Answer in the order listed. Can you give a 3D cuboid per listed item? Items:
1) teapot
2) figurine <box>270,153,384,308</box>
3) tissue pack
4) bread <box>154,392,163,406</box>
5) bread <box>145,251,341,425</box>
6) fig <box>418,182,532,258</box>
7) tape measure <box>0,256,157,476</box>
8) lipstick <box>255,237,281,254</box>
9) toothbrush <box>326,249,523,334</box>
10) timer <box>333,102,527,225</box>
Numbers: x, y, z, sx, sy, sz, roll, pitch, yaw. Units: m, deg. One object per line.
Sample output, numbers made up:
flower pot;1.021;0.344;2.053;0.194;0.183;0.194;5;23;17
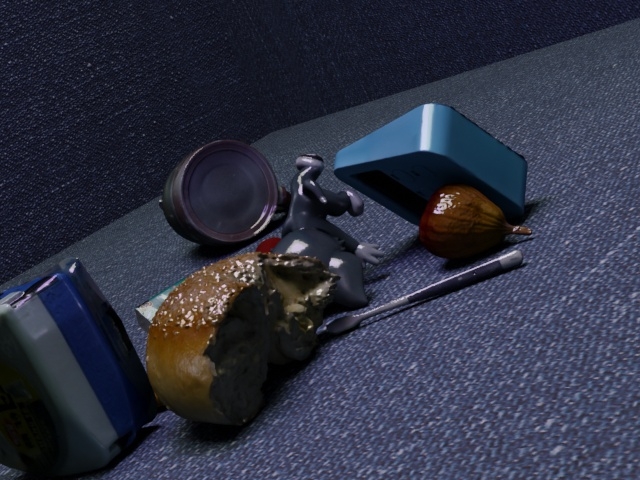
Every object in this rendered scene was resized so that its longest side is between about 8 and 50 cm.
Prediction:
teapot;-0.220;-0.098;2.464;0.315;0.233;0.312;2;-4;-23
figurine;0.000;-0.005;1.615;0.193;0.265;0.140;4;-6;12
tissue pack;-0.249;0.133;1.823;0.111;0.079;0.085;-33;50;-27
bread;-0.209;0.199;1.518;0.136;0.054;0.154;-33;12;-20
bread;-0.122;0.112;1.396;0.192;0.171;0.314;0;23;35
fig;0.221;-0.019;1.540;0.153;0.119;0.119;19;16;-1
tape measure;-0.382;0.185;1.415;0.262;0.259;0.138;-16;15;36
lipstick;-0.090;0.061;1.798;0.080;0.080;0.241;-22;13;11
toothbrush;0.141;0.073;1.437;0.288;0.024;0.026;-23;-2;14
timer;0.168;-0.091;1.646;0.250;0.232;0.091;-23;48;47
